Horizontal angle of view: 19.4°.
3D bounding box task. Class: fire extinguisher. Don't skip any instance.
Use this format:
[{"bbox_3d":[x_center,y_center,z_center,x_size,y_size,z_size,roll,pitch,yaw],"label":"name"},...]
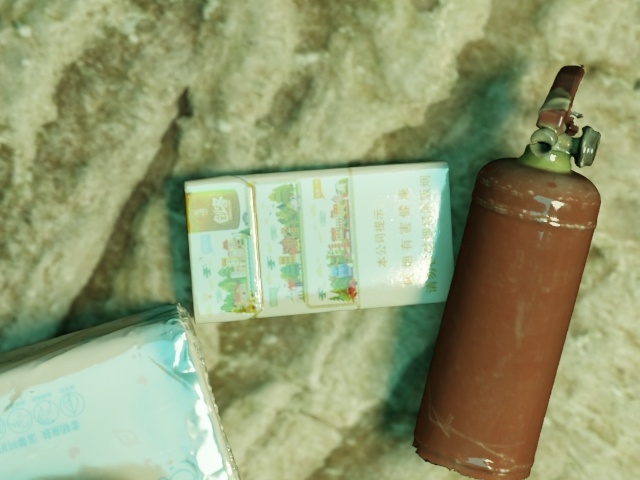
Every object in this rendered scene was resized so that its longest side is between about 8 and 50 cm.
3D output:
[{"bbox_3d":[0.166,0.020,1.544,0.106,0.147,0.337,16,102,9],"label":"fire extinguisher"}]

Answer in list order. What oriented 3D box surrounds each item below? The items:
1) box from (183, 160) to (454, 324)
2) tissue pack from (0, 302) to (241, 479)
[{"bbox_3d":[0.000,0.000,1.560,0.220,0.032,0.122,-5,97,-7],"label":"box"},{"bbox_3d":[-0.207,0.180,1.508,0.271,0.124,0.201,-17,94,-5],"label":"tissue pack"}]
